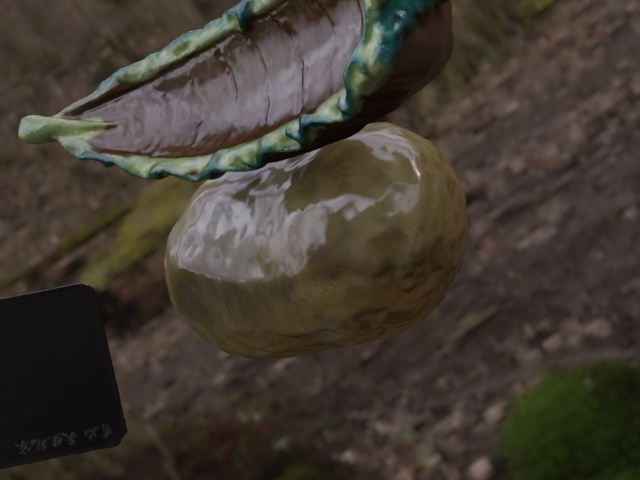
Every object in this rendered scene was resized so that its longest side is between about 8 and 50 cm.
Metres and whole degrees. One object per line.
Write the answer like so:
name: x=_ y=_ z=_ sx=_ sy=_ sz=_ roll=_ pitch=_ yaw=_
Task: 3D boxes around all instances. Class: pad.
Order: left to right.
pad: x=-0.203 y=0.090 z=1.166 sx=0.157 sy=0.112 sz=0.003 roll=-12 pitch=21 yaw=-3

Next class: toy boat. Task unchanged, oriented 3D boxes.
toy boat: x=-0.036 y=-0.085 z=0.995 sx=0.099 sy=0.108 sz=0.293 roll=17 pitch=-24 yaw=-38

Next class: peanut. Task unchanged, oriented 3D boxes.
peanut: x=0.000 y=0.000 z=1.083 sx=0.129 sy=0.129 sz=0.224 roll=-32 pitch=13 yaw=-37
